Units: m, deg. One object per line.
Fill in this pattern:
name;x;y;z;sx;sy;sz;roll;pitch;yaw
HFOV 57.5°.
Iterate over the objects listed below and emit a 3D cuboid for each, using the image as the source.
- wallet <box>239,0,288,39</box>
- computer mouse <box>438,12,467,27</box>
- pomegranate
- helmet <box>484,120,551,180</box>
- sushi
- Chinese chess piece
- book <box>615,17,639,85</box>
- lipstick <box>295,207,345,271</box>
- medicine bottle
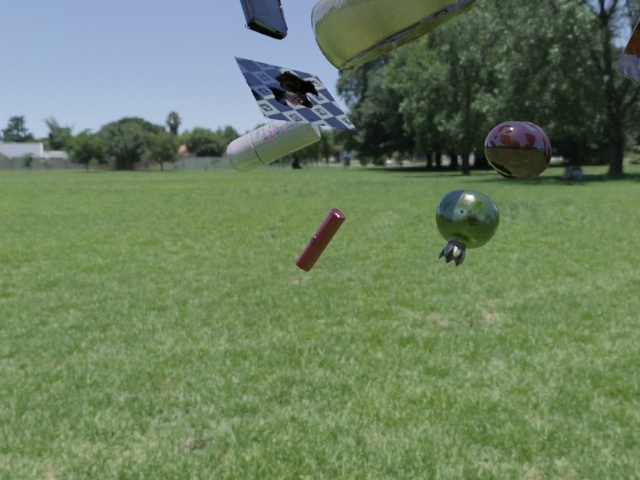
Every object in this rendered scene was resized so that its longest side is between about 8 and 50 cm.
wallet;-0.174;-0.693;1.543;0.045;0.317;0.173;-20;-9;34
computer mouse;0.316;-0.655;1.559;0.097;0.159;0.288;-7;17;43
pomegranate;0.408;-0.035;1.665;0.187;0.225;0.187;25;-18;9
helmet;0.485;-0.232;1.476;0.106;0.155;0.175;6;37;-46
sushi;-0.081;-0.377;1.595;0.294;0.059;0.292;2;44;-35
Chinese chess piece;0.146;-0.464;1.168;0.338;0.140;0.338;-25;11;5
book;0.832;-0.511;1.243;0.039;0.427;0.300;1;37;-18
lipstick;0.000;-0.001;2.256;0.073;0.279;0.073;28;25;-14
medicine bottle;-0.177;-0.352;2.092;0.341;0.130;0.130;-22;3;10
